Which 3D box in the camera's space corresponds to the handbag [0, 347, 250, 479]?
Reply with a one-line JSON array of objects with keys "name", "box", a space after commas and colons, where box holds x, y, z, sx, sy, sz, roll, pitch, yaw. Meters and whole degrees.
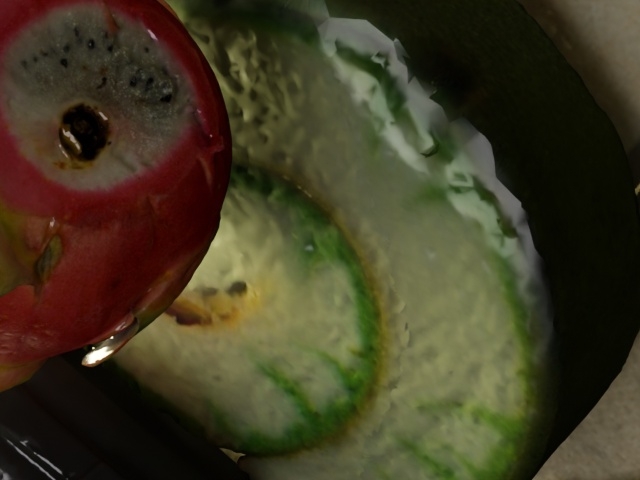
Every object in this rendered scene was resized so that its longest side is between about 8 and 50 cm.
[{"name": "handbag", "box": [-0.129, 0.145, 1.034, 0.254, 0.093, 0.308, 37, 176, 39]}]

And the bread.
[{"name": "bread", "box": [0.000, 0.000, 0.948, 0.366, 0.129, 0.382, 1, 117, 38]}]

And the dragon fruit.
[{"name": "dragon fruit", "box": [-0.154, -0.037, 0.802, 0.224, 0.224, 0.227, 51, 141, -1]}]
